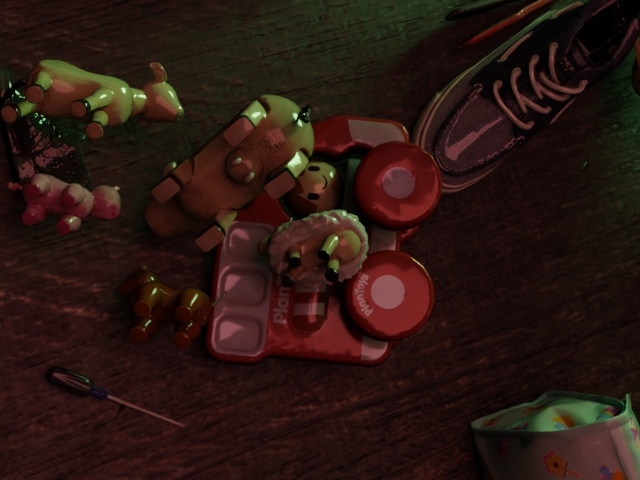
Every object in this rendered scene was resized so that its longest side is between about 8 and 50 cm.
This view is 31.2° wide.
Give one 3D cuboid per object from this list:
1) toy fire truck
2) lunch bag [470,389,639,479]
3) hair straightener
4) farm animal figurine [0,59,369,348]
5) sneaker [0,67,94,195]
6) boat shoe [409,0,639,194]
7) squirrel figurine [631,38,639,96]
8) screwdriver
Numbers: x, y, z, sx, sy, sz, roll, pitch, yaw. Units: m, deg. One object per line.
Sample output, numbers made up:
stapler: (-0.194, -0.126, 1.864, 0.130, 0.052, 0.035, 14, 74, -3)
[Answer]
toy fire truck: (0.000, 0.000, 1.333, 0.254, 0.169, 0.302, 5, 81, -3)
lunch bag: (0.317, 0.300, 1.360, 0.160, 0.262, 0.223, -17, 89, -23)
hair straightener: (0.256, -0.336, 1.524, 0.230, 0.047, 0.089, -29, 95, -23)
farm animal figurine: (-0.146, -0.072, 1.229, 0.327, 0.172, 0.330, -19, 107, 14)
sneaker: (-0.303, -0.112, 1.272, 0.089, 0.051, 0.170, -14, 94, -23)
boat shoe: (0.258, -0.195, 1.448, 0.127, 0.158, 0.340, 47, 69, -11)
squirrel figurine: (0.586, -0.316, 1.486, 0.397, 0.281, 0.370, 11, 84, 21)
screwdriver: (-0.225, 0.179, 1.282, 0.170, 0.025, 0.024, 25, 75, -17)
